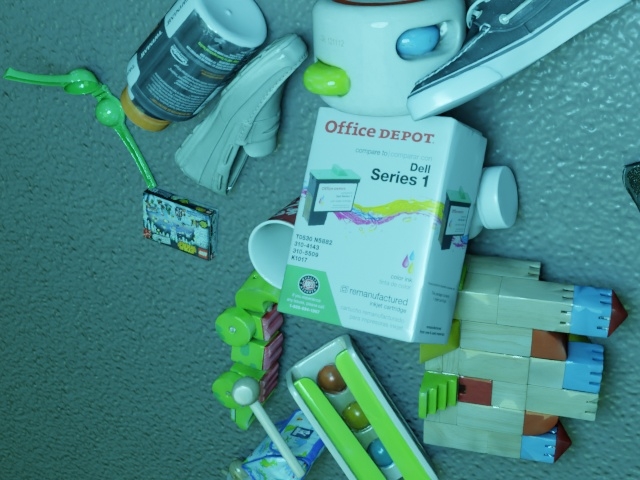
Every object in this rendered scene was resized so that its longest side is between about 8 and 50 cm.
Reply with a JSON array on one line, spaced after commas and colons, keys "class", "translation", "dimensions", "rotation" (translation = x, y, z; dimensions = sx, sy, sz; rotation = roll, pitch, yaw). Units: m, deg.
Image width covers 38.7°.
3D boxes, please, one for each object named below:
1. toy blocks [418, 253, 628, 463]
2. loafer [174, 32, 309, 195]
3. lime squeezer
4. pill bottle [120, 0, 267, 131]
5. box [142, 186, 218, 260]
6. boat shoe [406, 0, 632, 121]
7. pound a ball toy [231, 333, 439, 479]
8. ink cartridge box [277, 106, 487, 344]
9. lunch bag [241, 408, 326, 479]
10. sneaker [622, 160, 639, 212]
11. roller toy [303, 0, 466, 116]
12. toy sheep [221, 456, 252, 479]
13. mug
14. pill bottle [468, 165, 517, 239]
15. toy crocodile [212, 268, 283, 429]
[{"class": "toy blocks", "translation": [0.286, 0.174, 1.302], "dimensions": [0.261, 0.190, 0.381], "rotation": [7, 123, 14]}, {"class": "loafer", "translation": [-0.101, -0.180, 1.347], "dimensions": [0.111, 0.112, 0.319], "rotation": [42, 137, -5]}, {"class": "lime squeezer", "translation": [-0.365, -0.212, 1.481], "dimensions": [0.059, 0.109, 0.310], "rotation": [-31, 131, 22]}, {"class": "pill bottle", "translation": [-0.198, -0.261, 1.333], "dimensions": [0.130, 0.130, 0.246], "rotation": [49, 128, -4]}, {"class": "box", "translation": [-0.240, -0.029, 1.556], "dimensions": [0.137, 0.027, 0.093], "rotation": [19, 125, 19]}, {"class": "boat shoe", "translation": [0.215, -0.245, 1.048], "dimensions": [0.301, 0.108, 0.102], "rotation": [-32, 92, -3]}, {"class": "pound a ball toy", "translation": [0.021, 0.304, 1.510], "dimensions": [0.208, 0.136, 0.319], "rotation": [-33, 99, 2]}, {"class": "ink cartridge box", "translation": [0.079, -0.022, 1.171], "dimensions": [0.201, 0.117, 0.278], "rotation": [10, 87, 31]}, {"class": "lunch bag", "translation": [-0.045, 0.370, 1.610], "dimensions": [0.151, 0.129, 0.096], "rotation": [-26, 103, 38]}, {"class": "sneaker", "translation": [0.441, -0.022, 1.145], "dimensions": [0.072, 0.077, 0.178], "rotation": [-32, 98, 37]}, {"class": "roller toy", "translation": [0.087, -0.251, 1.142], "dimensions": [0.191, 0.209, 0.146], "rotation": [3, 117, 15]}, {"class": "toy sheep", "translation": [-0.141, 0.471, 1.753], "dimensions": [0.091, 0.091, 0.132], "rotation": [-4, 128, 31]}, {"class": "mug", "translation": [-0.009, 0.001, 1.352], "dimensions": [0.113, 0.169, 0.150], "rotation": [-20, 106, 35]}, {"class": "pill bottle", "translation": [0.169, -0.054, 1.258], "dimensions": [0.187, 0.112, 0.112], "rotation": [-3, 115, 31]}, {"class": "toy crocodile", "translation": [-0.110, 0.187, 1.550], "dimensions": [0.105, 0.115, 0.340], "rotation": [19, 124, 19]}]
